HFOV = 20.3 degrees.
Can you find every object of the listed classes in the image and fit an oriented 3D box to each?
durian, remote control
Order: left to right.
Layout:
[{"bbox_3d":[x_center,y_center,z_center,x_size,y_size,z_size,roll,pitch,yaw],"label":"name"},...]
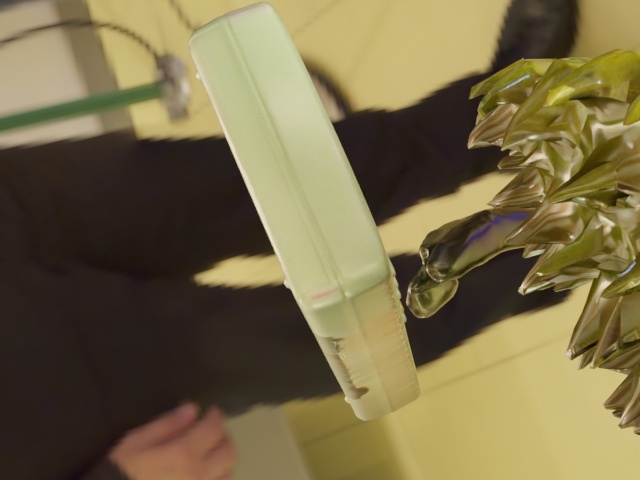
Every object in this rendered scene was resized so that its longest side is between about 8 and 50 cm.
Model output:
[{"bbox_3d":[0.001,0.000,0.914,0.344,0.050,0.145,70,176,-76],"label":"remote control"},{"bbox_3d":[0.138,-0.009,0.446,0.158,0.169,0.352,57,-172,0],"label":"durian"}]

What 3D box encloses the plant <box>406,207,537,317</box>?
[{"bbox_3d":[0.224,0.040,0.752,0.180,0.251,0.333,-34,105,31],"label":"plant"}]
